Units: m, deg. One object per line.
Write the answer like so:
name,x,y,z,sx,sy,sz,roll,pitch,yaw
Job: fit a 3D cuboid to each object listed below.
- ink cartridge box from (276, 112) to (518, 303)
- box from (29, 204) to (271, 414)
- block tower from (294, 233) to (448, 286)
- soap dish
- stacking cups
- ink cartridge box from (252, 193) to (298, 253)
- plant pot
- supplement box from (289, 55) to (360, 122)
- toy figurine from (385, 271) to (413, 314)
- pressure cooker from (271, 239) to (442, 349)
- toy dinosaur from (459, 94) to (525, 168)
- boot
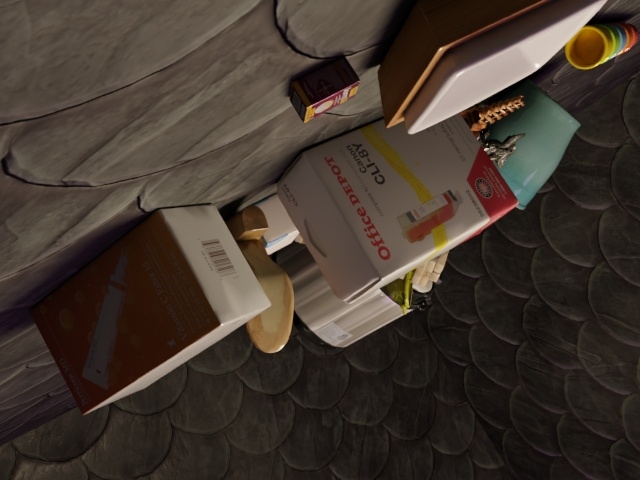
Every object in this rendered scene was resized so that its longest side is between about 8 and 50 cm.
ink cartridge box,0.152,-0.087,1.354,0.385,0.279,0.160,-26,171,-30
box,-0.299,0.118,1.205,0.345,0.215,0.168,-34,172,24
block tower,0.105,-0.006,1.493,0.091,0.335,0.097,104,9,-48
soap dish,0.228,-0.284,0.968,0.291,0.118,0.229,-28,172,-17
stacking cups,0.684,-0.466,1.632,0.316,0.096,0.096,-22,169,-46
ink cartridge box,-0.108,-0.028,1.463,0.092,0.090,0.143,-27,173,-22
plant pot,0.510,-0.263,1.773,0.255,0.271,0.271,-50,166,21
supplement box,0.005,-0.202,0.925,0.083,0.043,0.055,-30,171,-11
toy figurine,0.125,-0.016,1.658,0.217,0.362,0.191,8,161,2
pressure cooker,0.122,0.068,1.920,0.420,0.375,0.370,-33,169,25
toy dinosaur,0.339,-0.242,1.575,0.218,0.164,0.322,-5,-170,-31
boot,-0.146,0.092,1.353,0.104,0.295,0.211,-2,161,-28
